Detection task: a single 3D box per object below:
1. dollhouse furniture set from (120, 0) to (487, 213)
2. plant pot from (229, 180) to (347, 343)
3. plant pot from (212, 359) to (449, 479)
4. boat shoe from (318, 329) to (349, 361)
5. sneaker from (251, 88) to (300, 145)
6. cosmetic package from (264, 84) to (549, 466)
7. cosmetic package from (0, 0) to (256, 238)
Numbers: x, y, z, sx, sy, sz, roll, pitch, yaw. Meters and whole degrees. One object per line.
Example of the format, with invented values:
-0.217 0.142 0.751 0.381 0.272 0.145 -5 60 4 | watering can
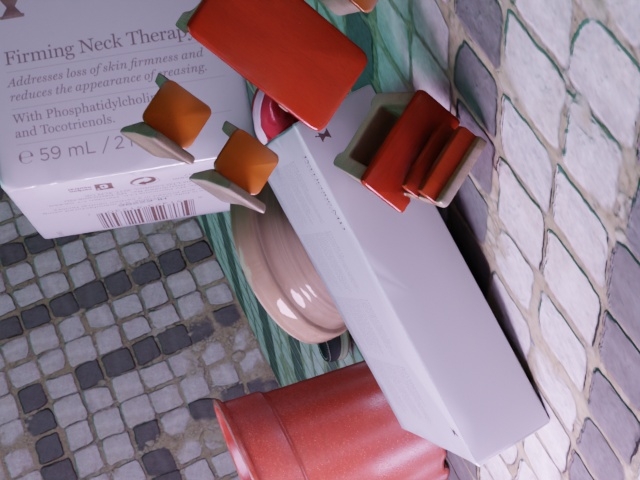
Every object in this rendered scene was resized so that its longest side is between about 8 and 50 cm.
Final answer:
0.005 -0.136 1.036 0.259 0.262 0.135 35 174 -27 | dollhouse furniture set
0.000 0.000 1.509 0.237 0.109 0.237 41 -144 -39 | plant pot
0.021 0.298 1.718 0.272 0.265 0.272 158 90 -79 | plant pot
-0.015 0.102 1.966 0.285 0.092 0.103 80 164 -49 | boat shoe
-0.021 -0.120 1.661 0.128 0.087 0.221 35 149 36 | sneaker
0.073 0.037 1.295 0.377 0.097 0.284 62 172 -5 | cosmetic package
-0.277 -0.241 1.686 0.327 0.329 0.394 104 156 -79 | cosmetic package
